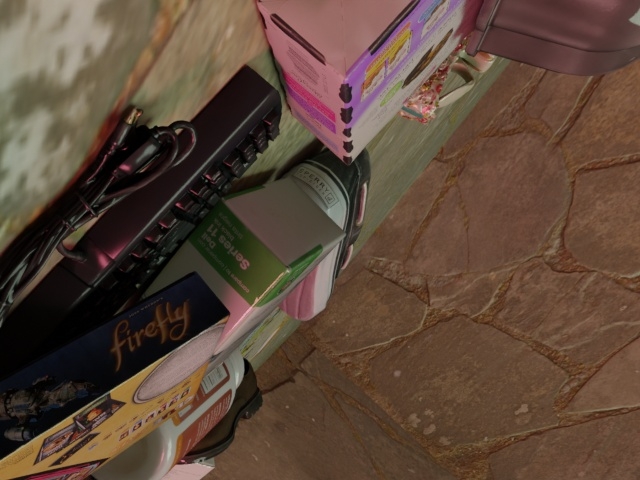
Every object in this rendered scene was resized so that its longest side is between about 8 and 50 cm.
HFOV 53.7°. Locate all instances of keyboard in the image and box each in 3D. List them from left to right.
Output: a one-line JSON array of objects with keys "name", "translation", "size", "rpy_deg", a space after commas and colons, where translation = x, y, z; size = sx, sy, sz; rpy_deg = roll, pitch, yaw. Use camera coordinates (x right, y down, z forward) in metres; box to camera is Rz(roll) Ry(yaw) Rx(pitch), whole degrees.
[{"name": "keyboard", "translation": [-0.138, 0.017, 0.398], "size": [0.317, 0.033, 0.201], "rpy_deg": [-49, 173, -3]}]

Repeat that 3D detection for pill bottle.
[{"name": "pill bottle", "translation": [-0.171, 0.178, 0.723], "size": [0.121, 0.121, 0.216], "rpy_deg": [-50, 173, 18]}]

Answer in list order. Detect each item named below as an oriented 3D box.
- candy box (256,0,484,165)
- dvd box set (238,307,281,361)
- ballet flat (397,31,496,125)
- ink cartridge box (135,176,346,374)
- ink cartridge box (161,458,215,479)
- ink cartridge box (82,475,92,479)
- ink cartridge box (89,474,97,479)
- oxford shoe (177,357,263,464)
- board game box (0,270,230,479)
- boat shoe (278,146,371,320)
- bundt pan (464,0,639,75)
[{"name": "candy box", "translation": [0.048, -0.153, 0.432], "size": [0.165, 0.070, 0.196], "rpy_deg": [-48, 173, -3]}, {"name": "dvd box set", "translation": [-0.142, 0.171, 1.150], "size": [0.308, 0.062, 0.420], "rpy_deg": [-51, 173, 25]}, {"name": "ballet flat", "translation": [0.169, -0.225, 0.787], "size": [0.241, 0.077, 0.091], "rpy_deg": [-46, 173, -21]}, {"name": "ink cartridge box", "translation": [-0.091, 0.049, 0.599], "size": [0.208, 0.087, 0.153], "rpy_deg": [-47, 174, 22]}, {"name": "ink cartridge box", "translation": [-0.231, 0.322, 0.952], "size": [0.143, 0.092, 0.090], "rpy_deg": [-41, 132, 17]}, {"name": "ink cartridge box", "translation": [-0.340, 0.304, 0.643], "size": [0.239, 0.060, 0.275], "rpy_deg": [-49, 174, 23]}, {"name": "ink cartridge box", "translation": [-0.272, 0.330, 0.794], "size": [0.176, 0.069, 0.371], "rpy_deg": [-53, -170, 4]}, {"name": "oxford shoe", "translation": [-0.152, 0.227, 0.872], "size": [0.082, 0.096, 0.227], "rpy_deg": [-5, -168, 15]}, {"name": "board game box", "translation": [-0.180, 0.129, 0.409], "size": [0.243, 0.042, 0.165], "rpy_deg": [-31, 162, -36]}, {"name": "boat shoe", "translation": [0.000, 0.000, 0.795], "size": [0.119, 0.121, 0.335], "rpy_deg": [-40, 169, -26]}, {"name": "bundt pan", "translation": [0.231, -0.259, 0.441], "size": [0.331, 0.124, 0.331], "rpy_deg": [-61, 174, -11]}]
